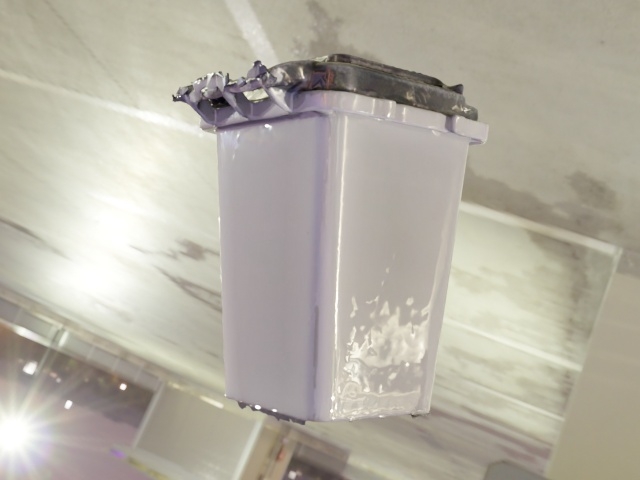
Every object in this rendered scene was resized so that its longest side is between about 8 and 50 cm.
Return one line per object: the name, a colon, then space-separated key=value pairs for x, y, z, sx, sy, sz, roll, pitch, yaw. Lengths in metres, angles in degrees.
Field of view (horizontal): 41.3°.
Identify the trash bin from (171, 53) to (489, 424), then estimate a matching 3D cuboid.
trash bin: x=0.000 y=0.000 z=0.914 sx=0.295 sy=0.368 sz=0.255 roll=5 pitch=179 yaw=-41
